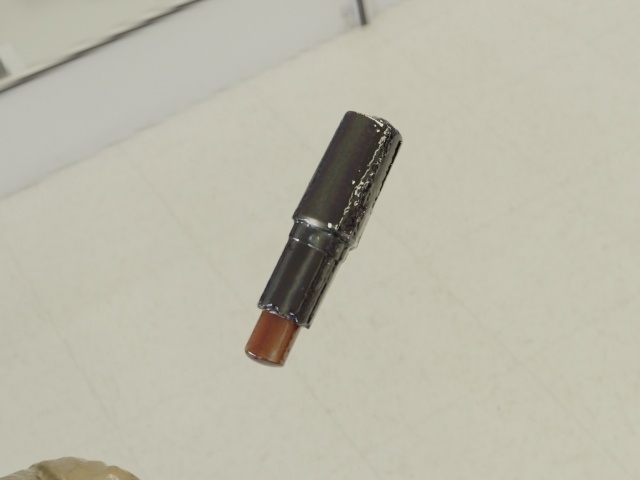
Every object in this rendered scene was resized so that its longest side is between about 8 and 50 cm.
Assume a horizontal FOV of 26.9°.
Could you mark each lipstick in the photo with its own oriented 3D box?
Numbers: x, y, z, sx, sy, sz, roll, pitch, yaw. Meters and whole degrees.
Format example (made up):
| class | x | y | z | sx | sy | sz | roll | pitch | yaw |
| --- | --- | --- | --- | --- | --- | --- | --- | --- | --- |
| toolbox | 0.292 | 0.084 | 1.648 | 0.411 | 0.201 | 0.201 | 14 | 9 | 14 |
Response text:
| class | x | y | z | sx | sy | sz | roll | pitch | yaw |
| --- | --- | --- | --- | --- | --- | --- | --- | --- | --- |
| lipstick | 0.000 | 0.000 | 1.459 | 0.081 | 0.081 | 0.300 | 20 | 80 | 32 |

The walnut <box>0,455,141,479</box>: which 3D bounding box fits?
| class | x | y | z | sx | sy | sz | roll | pitch | yaw |
| --- | --- | --- | --- | --- | --- | --- | --- | --- | --- |
| walnut | -0.186 | 0.265 | 0.971 | 0.178 | 0.230 | 0.178 | 6 | 28 | -3 |
